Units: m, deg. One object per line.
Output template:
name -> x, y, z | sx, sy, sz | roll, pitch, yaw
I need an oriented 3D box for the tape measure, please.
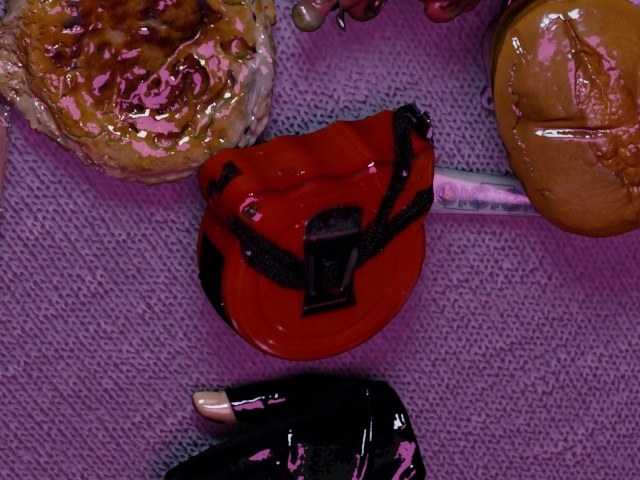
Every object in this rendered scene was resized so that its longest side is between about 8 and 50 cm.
tape measure -> -0.001, 0.000, 1.993 | 0.253, 0.114, 0.260 | -14, 124, -20

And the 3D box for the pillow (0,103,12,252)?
pillow -> -0.391, -0.036, 1.974 | 0.135, 0.049, 0.248 | 4, 115, -10

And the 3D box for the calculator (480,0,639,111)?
calculator -> 0.311, -0.192, 2.046 | 0.294, 0.043, 0.194 | -19, 112, -1

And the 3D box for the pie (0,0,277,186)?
pie -> -0.174, -0.181, 1.947 | 0.308, 0.085, 0.308 | -3, 109, -9

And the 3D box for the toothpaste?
toothpaste -> 0.202, -0.048, 2.079 | 0.239, 0.039, 0.062 | 4, 112, -8

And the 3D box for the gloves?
gloves -> -0.042, 0.239, 2.092 | 0.301, 0.152, 0.197 | -19, 84, 12

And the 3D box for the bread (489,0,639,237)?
bread -> 0.274, -0.136, 1.967 | 0.195, 0.142, 0.269 | -18, 117, 2

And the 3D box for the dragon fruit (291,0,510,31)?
dragon fruit -> 0.101, -0.317, 1.904 | 0.273, 0.198, 0.218 | -7, 141, 16
